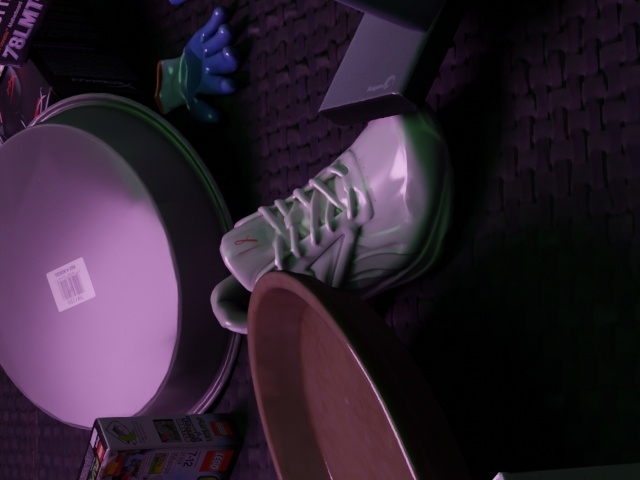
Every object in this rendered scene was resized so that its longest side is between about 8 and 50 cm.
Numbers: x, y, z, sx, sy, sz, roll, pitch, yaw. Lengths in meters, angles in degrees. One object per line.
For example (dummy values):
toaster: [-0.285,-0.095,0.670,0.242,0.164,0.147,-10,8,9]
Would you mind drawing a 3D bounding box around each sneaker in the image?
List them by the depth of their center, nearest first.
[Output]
sneaker: [0.000,0.000,0.955,0.232,0.115,0.090,-58,40,42]

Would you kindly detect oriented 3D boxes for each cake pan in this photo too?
cake pan: [-0.188,0.027,1.240,0.293,0.054,0.293,10,106,37]

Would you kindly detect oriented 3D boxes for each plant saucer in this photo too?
plant saucer: [0.030,0.144,0.886,0.278,0.041,0.278,56,158,37]

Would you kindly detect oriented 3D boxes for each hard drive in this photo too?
hard drive: [0.055,-0.133,0.902,0.094,0.022,0.135,-4,58,61]

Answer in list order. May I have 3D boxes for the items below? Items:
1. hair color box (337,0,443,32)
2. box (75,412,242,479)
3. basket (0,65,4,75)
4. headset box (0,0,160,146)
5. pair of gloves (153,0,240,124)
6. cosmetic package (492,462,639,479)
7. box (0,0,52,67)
hair color box: [0.059,-0.321,0.791,0.374,0.114,0.185,-62,37,16]
box: [-0.148,0.225,1.212,0.036,0.114,0.207,59,138,44]
basket: [-0.366,-0.165,1.410,0.167,0.103,0.113,-50,46,46]
headset box: [-0.269,-0.102,1.452,0.293,0.110,0.218,49,130,51]
pair of gloves: [-0.102,-0.192,1.248,0.159,0.023,0.198,-3,86,61]
cosmetic package: [0.148,0.221,0.694,0.060,0.099,0.239,-55,42,44]
box: [-0.272,-0.354,1.300,0.293,0.073,0.295,-52,49,37]
